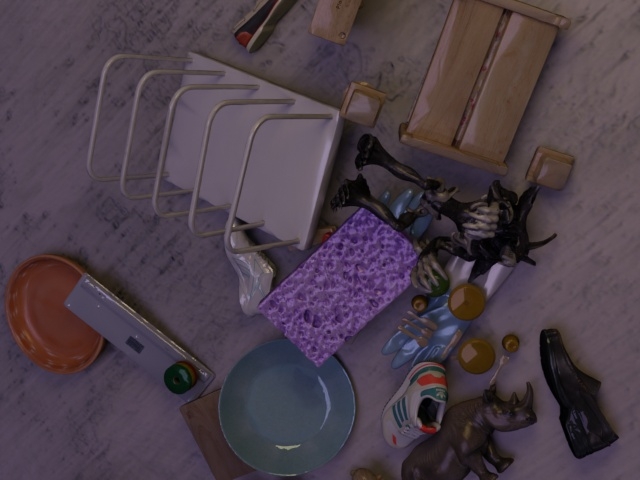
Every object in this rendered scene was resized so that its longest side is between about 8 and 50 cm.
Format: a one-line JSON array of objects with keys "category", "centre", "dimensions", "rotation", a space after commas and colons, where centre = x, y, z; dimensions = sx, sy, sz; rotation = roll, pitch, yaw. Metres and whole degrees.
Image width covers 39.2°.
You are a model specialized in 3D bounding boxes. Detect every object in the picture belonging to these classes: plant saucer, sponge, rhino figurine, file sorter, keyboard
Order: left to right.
[{"category": "plant saucer", "centre": [-0.422, 0.117, 1.454], "dimensions": [0.200, 0.037, 0.200], "rotation": [6, 104, 24]}, {"category": "keyboard", "centre": [-0.281, 0.153, 1.387], "dimensions": [0.256, 0.014, 0.072], "rotation": [39, 118, 0]}, {"category": "file sorter", "centre": [-0.143, -0.118, 1.172], "dimensions": [0.278, 0.173, 0.192], "rotation": [26, 112, 31]}, {"category": "plant saucer", "centre": [-0.048, 0.236, 1.285], "dimensions": [0.195, 0.037, 0.195], "rotation": [0, 89, -5]}, {"category": "sponge", "centre": [0.031, 0.056, 1.166], "dimensions": [0.117, 0.031, 0.210], "rotation": [45, 106, -4]}, {"category": "rhino figurine", "centre": [0.198, 0.274, 1.192], "dimensions": [0.106, 0.073, 0.243], "rotation": [44, 112, 18]}]

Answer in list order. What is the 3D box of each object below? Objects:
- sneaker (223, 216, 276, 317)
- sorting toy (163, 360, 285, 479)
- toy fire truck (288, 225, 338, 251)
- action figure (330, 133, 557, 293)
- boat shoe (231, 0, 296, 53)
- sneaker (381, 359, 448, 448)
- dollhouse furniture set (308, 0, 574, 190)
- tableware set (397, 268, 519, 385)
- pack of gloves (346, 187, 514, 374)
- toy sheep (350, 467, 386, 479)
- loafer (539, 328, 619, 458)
[{"category": "sneaker", "centre": [-0.096, 0.033, 1.287], "dimensions": [0.061, 0.053, 0.152], "rotation": [-13, 102, 17]}, {"category": "sorting toy", "centre": [-0.119, 0.288, 1.350], "dimensions": [0.132, 0.046, 0.274], "rotation": [-27, 91, 26]}, {"category": "toy fire truck", "centre": [0.000, 0.000, 1.234], "dimensions": [0.135, 0.047, 0.192], "rotation": [29, 111, 16]}, {"category": "action figure", "centre": [0.153, -0.016, 1.065], "dimensions": [0.276, 0.141, 0.164], "rotation": [24, 127, -9]}, {"category": "boat shoe", "centre": [-0.069, -0.313, 1.198], "dimensions": [0.043, 0.049, 0.137], "rotation": [48, 120, 10]}, {"category": "sneaker", "centre": [0.125, 0.237, 1.196], "dimensions": [0.057, 0.075, 0.161], "rotation": [14, 125, -15]}, {"category": "dollhouse furniture set", "centre": [0.177, -0.269, 1.094], "dimensions": [0.356, 0.174, 0.303], "rotation": [18, 111, -6]}, {"category": "tableware set", "centre": [0.184, 0.108, 1.161], "dimensions": [0.154, 0.024, 0.104], "rotation": [30, 100, 2]}, {"category": "pack of gloves", "centre": [0.119, 0.053, 1.192], "dimensions": [0.195, 0.046, 0.232], "rotation": [34, 106, 0]}, {"category": "toy sheep", "centre": [0.067, 0.379, 1.270], "dimensions": [0.091, 0.091, 0.132], "rotation": [0, 115, 24]}, {"category": "loafer", "centre": [0.322, 0.186, 1.133], "dimensions": [0.061, 0.062, 0.170], "rotation": [-19, 97, 4]}]
